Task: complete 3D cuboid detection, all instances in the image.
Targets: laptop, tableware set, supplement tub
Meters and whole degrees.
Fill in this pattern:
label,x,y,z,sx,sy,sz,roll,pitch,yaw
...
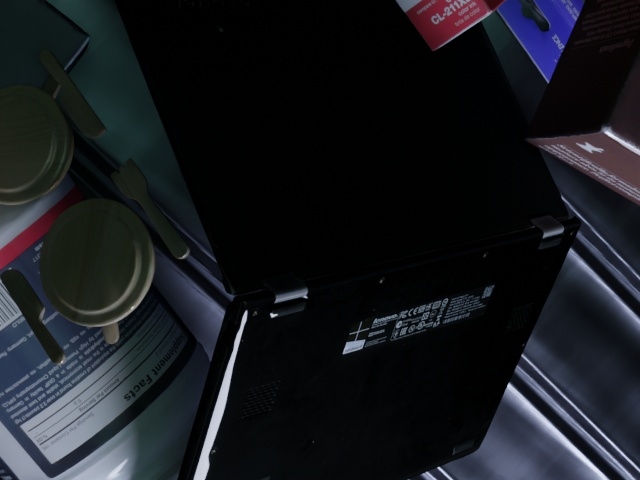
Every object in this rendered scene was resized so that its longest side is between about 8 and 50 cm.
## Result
label,x,y,z,sx,sy,sz,roll,pitch,yaw
laptop,0.000,0.000,0.978,0.382,0.236,0.408,-11,129,-42
tableware set,-0.178,-0.026,0.838,0.128,0.039,0.194,-40,73,12
supplement tub,-0.210,0.093,0.961,0.191,0.191,0.272,-37,103,-5

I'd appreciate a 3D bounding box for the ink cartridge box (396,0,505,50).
label,x,y,z,sx,sy,sz,roll,pitch,yaw
ink cartridge box,0.093,-0.267,0.997,0.175,0.072,0.127,53,47,-8

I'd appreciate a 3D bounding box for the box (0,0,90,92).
label,x,y,z,sx,sy,sz,roll,pitch,yaw
box,-0.269,-0.170,0.933,0.158,0.156,0.093,39,88,-13

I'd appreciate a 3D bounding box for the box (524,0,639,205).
label,x,y,z,sx,sy,sz,roll,pitch,yaw
box,0.348,-0.212,1.005,0.191,0.143,0.381,28,81,-18

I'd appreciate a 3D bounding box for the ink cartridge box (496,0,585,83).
label,x,y,z,sx,sy,sz,roll,pitch,yaw
ink cartridge box,0.254,-0.258,1.082,0.208,0.045,0.206,-40,103,-3
